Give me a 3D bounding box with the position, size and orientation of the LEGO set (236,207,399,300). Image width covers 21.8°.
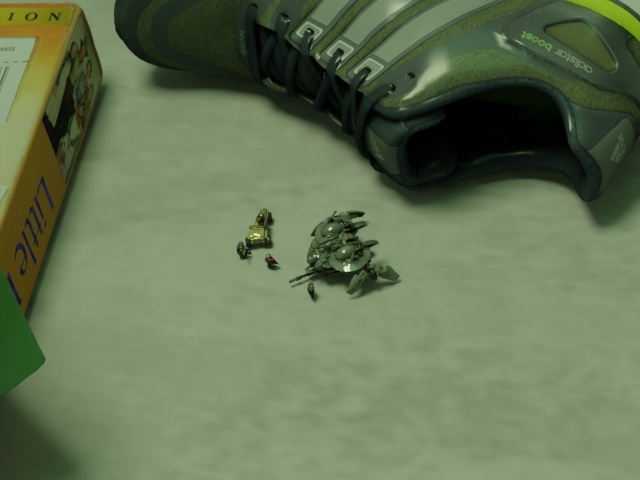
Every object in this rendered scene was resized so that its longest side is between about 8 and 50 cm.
[{"bbox_3d":[-0.002,0.002,0.803,0.083,0.023,0.054,2,49,12],"label":"LEGO set"}]

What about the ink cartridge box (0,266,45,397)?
[{"bbox_3d":[-0.289,0.048,0.670,0.278,0.117,0.201,-38,53,-20],"label":"ink cartridge box"}]

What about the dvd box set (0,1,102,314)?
[{"bbox_3d":[-0.300,0.046,0.796,0.308,0.062,0.420,0,49,11],"label":"dvd box set"}]

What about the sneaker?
[{"bbox_3d":[0.027,-0.094,0.832,0.300,0.111,0.121,8,54,20],"label":"sneaker"}]
